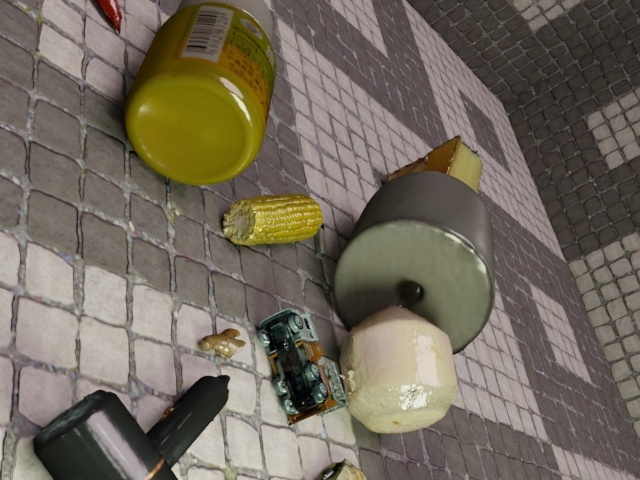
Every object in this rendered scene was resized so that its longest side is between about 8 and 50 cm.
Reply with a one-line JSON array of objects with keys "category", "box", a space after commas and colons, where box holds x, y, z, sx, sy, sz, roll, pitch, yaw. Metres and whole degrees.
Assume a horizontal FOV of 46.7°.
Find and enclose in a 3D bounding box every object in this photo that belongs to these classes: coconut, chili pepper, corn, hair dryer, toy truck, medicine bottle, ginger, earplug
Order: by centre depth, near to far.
[{"category": "hair dryer", "box": [-0.196, 0.228, 0.929, 0.189, 0.107, 0.352, 55, 19, -5]}, {"category": "ginger", "box": [-0.146, 0.160, 1.130, 0.048, 0.030, 0.097, 37, 19, 18]}, {"category": "toy truck", "box": [-0.027, 0.205, 1.233, 0.115, 0.080, 0.177, 13, 53, -61]}, {"category": "medicine bottle", "box": [-0.190, -0.289, 1.285, 0.224, 0.224, 0.384, 43, 31, -30]}, {"category": "chili pepper", "box": [-0.412, -0.485, 1.292, 0.268, 0.050, 0.059, 58, 11, -6]}, {"category": "coconut", "box": [0.137, 0.228, 1.359, 0.224, 0.224, 0.234, 22, 44, -50]}, {"category": "corn", "box": [-0.079, -0.039, 1.370, 0.244, 0.093, 0.093, -11, 73, -61]}, {"category": "earplug", "box": [0.219, 0.023, 1.579, 0.312, 0.313, 0.394, 54, 26, -12]}]

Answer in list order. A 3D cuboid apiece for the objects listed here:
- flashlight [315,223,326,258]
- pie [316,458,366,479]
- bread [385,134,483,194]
[{"category": "flashlight", "box": [0.000, 0.000, 1.546, 0.018, 0.018, 0.083, 37, 35, -37]}, {"category": "pie", "box": [0.040, 0.450, 1.135, 0.185, 0.052, 0.218, 59, 25, 1]}, {"category": "bread", "box": [0.355, -0.088, 1.980, 0.248, 0.279, 0.315, 25, 31, -59]}]
